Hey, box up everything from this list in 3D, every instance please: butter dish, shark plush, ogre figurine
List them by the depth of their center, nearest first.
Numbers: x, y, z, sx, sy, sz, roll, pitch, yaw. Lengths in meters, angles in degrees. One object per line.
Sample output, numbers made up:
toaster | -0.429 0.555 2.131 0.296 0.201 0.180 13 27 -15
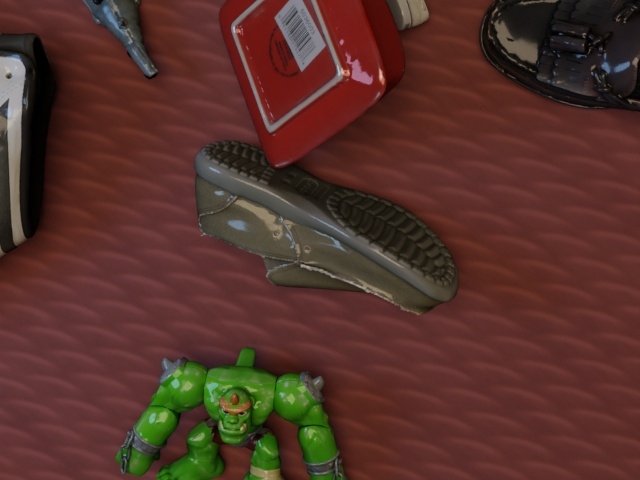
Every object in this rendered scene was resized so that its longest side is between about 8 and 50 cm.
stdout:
butter dish | 0.012 -0.161 1.003 0.160 0.118 0.160 -32 73 45
ogre figurine | -0.074 0.161 1.031 0.197 0.097 0.118 13 111 21
shark plush | -0.195 -0.210 1.043 0.073 0.067 0.161 -18 89 6

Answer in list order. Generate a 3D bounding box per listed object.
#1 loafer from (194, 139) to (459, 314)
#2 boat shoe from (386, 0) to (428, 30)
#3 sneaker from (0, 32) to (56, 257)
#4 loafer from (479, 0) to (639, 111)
loafer | 0.000 0.000 1.027 0.251 0.094 0.087 28 119 14
boat shoe | 0.068 -0.232 1.035 0.035 0.035 0.100 -18 85 -21
sneaker | -0.383 -0.172 1.038 0.257 0.169 0.447 -26 97 -3
loafer | 0.281 -0.150 0.979 0.302 0.095 0.109 17 93 5
